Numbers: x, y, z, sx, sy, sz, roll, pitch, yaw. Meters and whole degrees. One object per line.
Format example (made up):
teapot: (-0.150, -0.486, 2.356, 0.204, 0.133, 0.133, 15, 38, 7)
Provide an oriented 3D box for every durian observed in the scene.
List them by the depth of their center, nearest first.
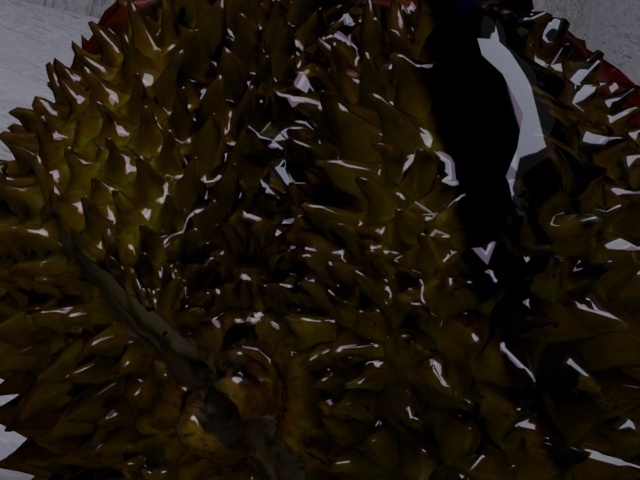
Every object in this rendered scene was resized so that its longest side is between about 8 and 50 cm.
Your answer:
durian: (0.010, 0.023, 0.834, 0.347, 0.348, 0.384, 19, 19, 13)

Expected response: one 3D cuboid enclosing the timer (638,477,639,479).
timer: (0.338, 0.204, 0.794, 0.383, 0.270, 0.270, 29, 5, -23)
